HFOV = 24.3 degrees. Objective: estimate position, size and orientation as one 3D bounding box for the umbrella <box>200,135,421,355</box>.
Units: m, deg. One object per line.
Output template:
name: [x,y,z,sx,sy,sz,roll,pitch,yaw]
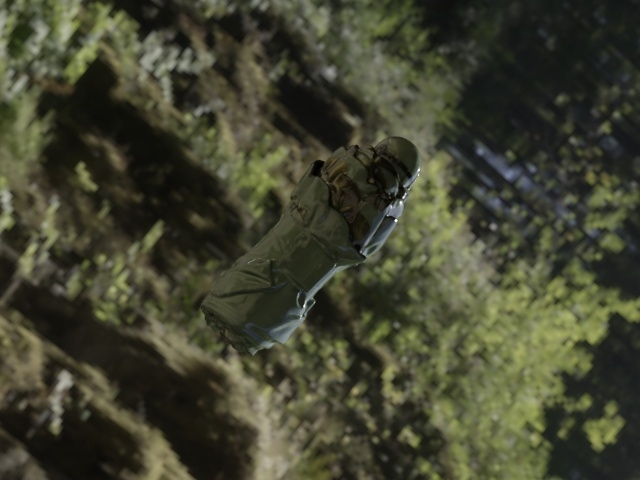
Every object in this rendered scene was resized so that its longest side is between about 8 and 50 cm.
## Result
umbrella: [0.000,0.000,0.769,0.143,0.067,0.062,-45,-124,-14]
